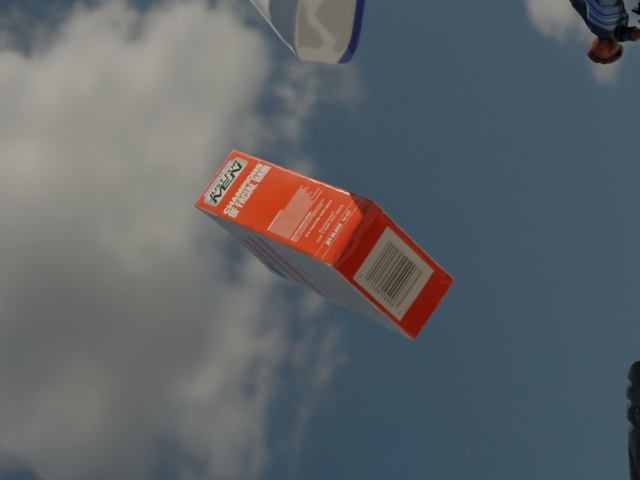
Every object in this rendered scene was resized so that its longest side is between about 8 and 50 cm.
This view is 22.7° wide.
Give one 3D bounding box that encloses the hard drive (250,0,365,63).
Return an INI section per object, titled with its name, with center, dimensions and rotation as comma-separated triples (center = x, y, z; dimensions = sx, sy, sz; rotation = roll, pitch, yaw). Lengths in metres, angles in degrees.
[hard drive]
center = -0.019, -0.252, 0.983
dimensions = 0.040, 0.319, 0.210
rotation = 3, -70, -14

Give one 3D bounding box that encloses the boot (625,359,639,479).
[boot]
center = 0.275, 0.080, 0.578
dimensions = 0.222, 0.338, 0.118
rotation = -4, -82, -13

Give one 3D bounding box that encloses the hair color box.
[hair color box]
center = 0.000, 0.000, 1.054
dimensions = 0.093, 0.167, 0.053
rotation = 42, -103, -37

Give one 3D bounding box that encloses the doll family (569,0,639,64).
[doll family]
center = 0.252, -0.151, 1.164
dimensions = 0.076, 0.193, 0.111
rotation = -31, -39, -7
